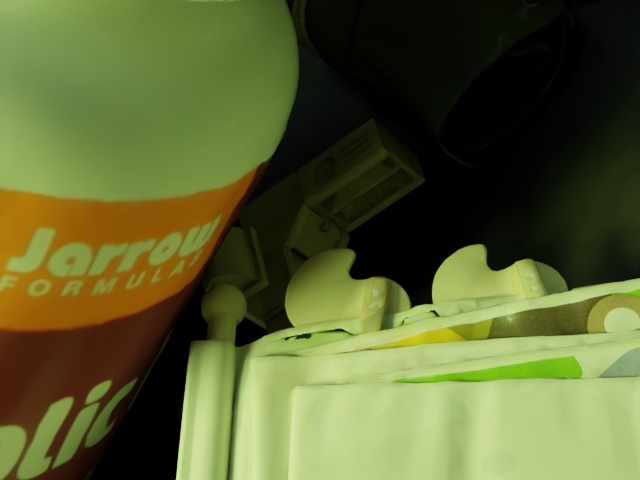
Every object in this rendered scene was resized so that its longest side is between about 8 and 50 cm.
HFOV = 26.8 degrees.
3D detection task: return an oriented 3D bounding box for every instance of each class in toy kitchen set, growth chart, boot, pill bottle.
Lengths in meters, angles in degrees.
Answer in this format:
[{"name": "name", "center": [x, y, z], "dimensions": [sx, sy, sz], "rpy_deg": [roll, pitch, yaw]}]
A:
[{"name": "toy kitchen set", "center": [0.000, 0.000, 0.526], "dimensions": [0.075, 0.068, 0.083], "rpy_deg": [-34, 48, 20]}, {"name": "growth chart", "center": [0.062, 0.073, 0.397], "dimensions": [0.237, 0.021, 0.172], "rpy_deg": [1, 53, 16]}, {"name": "boot", "center": [0.079, -0.135, 0.544], "dimensions": [0.198, 0.077, 0.137], "rpy_deg": [-58, 44, 16]}, {"name": "pill bottle", "center": [-0.144, -0.028, 0.466], "dimensions": [0.392, 0.224, 0.224], "rpy_deg": [-59, 38, 31]}]
